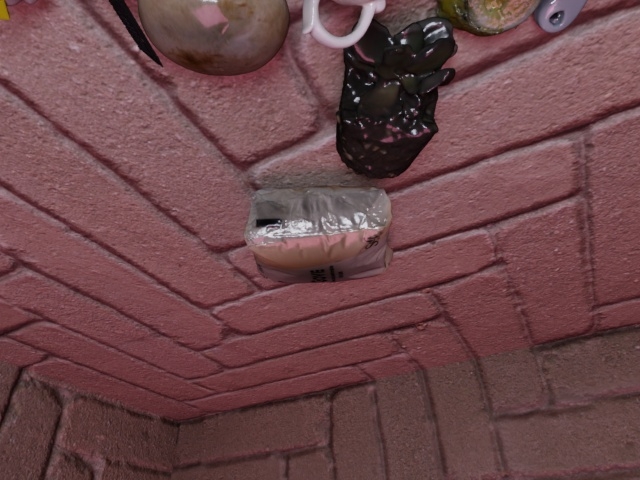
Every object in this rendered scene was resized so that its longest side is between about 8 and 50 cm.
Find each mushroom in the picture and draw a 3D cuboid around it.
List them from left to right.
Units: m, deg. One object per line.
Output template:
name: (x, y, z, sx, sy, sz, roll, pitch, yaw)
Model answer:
mushroom: (-0.161, -0.350, 0.684, 0.227, 0.226, 0.178, -3, 99, 0)

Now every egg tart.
egg tart: (0.282, -0.409, 0.714, 0.197, 0.078, 0.197, -2, 140, -2)

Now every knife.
knife: (0.453, -0.475, 0.676, 0.080, 0.044, 0.331, 17, 133, -20)

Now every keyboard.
keyboard: (-0.281, -0.326, 0.638, 0.010, 0.064, 0.198, -45, 167, -9)

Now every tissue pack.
tissue pack: (0.000, 0.000, 1.155, 0.390, 0.195, 0.375, -6, 155, 3)

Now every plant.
plant: (0.127, -0.252, 0.813, 0.199, 0.188, 0.276, 8, 144, -5)

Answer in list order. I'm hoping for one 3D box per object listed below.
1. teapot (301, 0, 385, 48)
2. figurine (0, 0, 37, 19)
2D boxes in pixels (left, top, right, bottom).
teapot: (0.039, -0.407, 0.579, 0.139, 0.298, 0.204, -11, -166, -33)
figurine: (-0.444, -0.416, 0.634, 0.229, 0.112, 0.137, -29, 145, 11)
